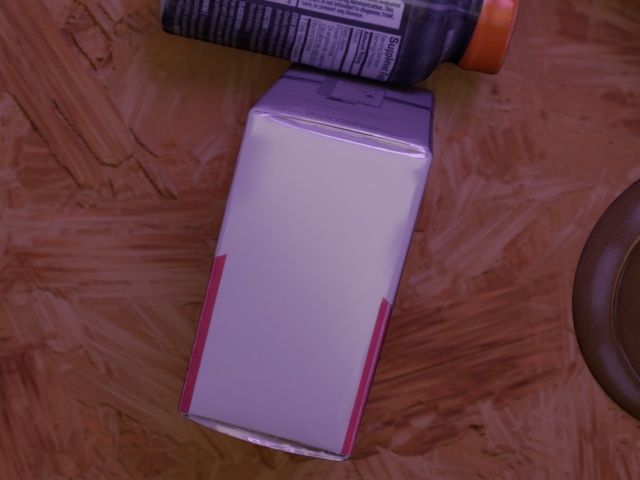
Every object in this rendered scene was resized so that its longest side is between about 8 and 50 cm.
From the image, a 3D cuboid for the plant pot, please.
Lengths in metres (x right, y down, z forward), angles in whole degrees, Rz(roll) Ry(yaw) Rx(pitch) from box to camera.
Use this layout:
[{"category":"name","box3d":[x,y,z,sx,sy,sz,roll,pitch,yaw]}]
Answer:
[{"category":"plant pot","box3d":[0.314,0.048,1.220,0.236,0.032,0.236,0,103,2]}]

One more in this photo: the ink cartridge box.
[{"category":"ink cartridge box","box3d":[0.000,0.000,1.086,0.117,0.283,0.207,14,103,1]}]

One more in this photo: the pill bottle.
[{"category":"pill bottle","box3d":[0.017,-0.184,1.121,0.246,0.130,0.130,12,103,-3]}]
